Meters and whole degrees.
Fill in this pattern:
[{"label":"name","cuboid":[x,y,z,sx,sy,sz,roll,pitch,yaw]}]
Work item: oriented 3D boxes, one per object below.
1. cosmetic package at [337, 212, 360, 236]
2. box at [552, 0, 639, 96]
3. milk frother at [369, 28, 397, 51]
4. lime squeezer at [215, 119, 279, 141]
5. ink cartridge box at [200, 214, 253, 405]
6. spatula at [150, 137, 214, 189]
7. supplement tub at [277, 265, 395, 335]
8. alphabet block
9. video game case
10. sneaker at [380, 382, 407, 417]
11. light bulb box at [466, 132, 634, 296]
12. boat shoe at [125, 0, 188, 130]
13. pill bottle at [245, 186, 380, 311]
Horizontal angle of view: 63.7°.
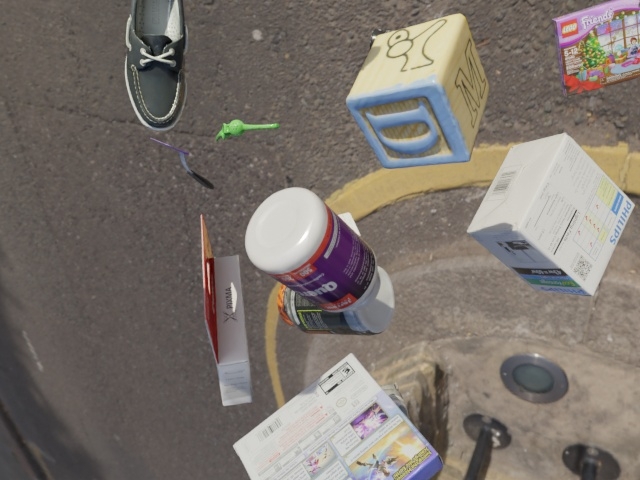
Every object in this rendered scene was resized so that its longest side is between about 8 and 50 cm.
[{"label":"cosmetic package","cuboid":[0.000,0.000,1.608,0.231,0.117,0.085,-14,134,-9]},{"label":"box","cuboid":[0.763,-0.509,1.312,0.293,0.057,0.201,-13,114,18]},{"label":"milk frother","cuboid":[0.219,-0.553,1.556,0.134,0.129,0.143,13,144,21]},{"label":"lime squeezer","cuboid":[-0.295,-0.384,1.782,0.310,0.110,0.059,-3,105,38]},{"label":"ink cartridge box","cuboid":[-0.187,0.133,1.036,0.066,0.296,0.261,-7,132,-9]},{"label":"spatula","cuboid":[-0.365,-0.207,1.417,0.084,0.030,0.296,24,166,22]},{"label":"supplement tub","cuboid":[0.040,0.183,1.570,0.338,0.207,0.207,-7,117,42]},{"label":"alphabet block","cuboid":[0.192,-0.276,0.984,0.192,0.197,0.193,1,144,36]},{"label":"video game case","cuboid":[0.021,0.359,0.860,0.244,0.269,0.061,44,166,47]},{"label":"sneaker","cuboid":[0.068,0.411,1.223,0.281,0.115,0.105,-13,109,10]},{"label":"light bulb box","cuboid":[0.720,-0.071,1.608,0.361,0.358,0.225,37,165,-19]},{"label":"boat shoe","cuboid":[-0.295,-0.354,0.921,0.091,0.114,0.302,-178,83,-72]},{"label":"pill bottle","cuboid":[0.002,0.038,1.085,0.181,0.181,0.323,-2,153,35]}]
